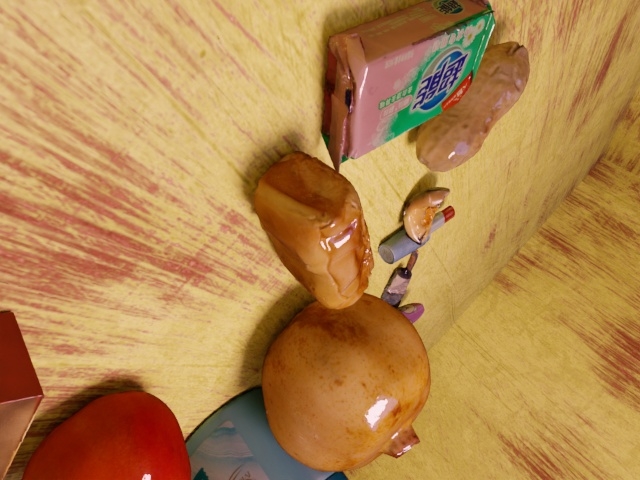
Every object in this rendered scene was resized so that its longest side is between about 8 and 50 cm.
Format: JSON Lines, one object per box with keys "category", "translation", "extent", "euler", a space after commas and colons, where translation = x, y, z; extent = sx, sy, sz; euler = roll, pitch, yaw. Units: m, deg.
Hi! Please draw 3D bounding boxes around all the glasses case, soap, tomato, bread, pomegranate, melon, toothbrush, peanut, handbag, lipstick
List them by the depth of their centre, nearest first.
{"category": "handbag", "translation": [-0.372, 0.190, 0.446], "extent": [0.062, 0.127, 0.190], "euler": [11, 117, -56]}
{"category": "soap", "translation": [0.122, -0.245, 0.620], "extent": [0.273, 0.098, 0.218], "euler": [-31, 154, -24]}
{"category": "tomato", "translation": [-0.322, 0.376, 0.653], "extent": [0.259, 0.179, 0.260], "euler": [-18, 114, -45]}
{"category": "bread", "translation": [0.000, 0.000, 0.678], "extent": [0.132, 0.167, 0.294], "euler": [-42, 151, -11]}
{"category": "peanut", "translation": [0.300, -0.261, 0.816], "extent": [0.290, 0.130, 0.130], "euler": [-52, 151, 8]}
{"category": "pomegranate", "translation": [0.062, 0.326, 0.946], "extent": [0.416, 0.416, 0.417], "euler": [-34, 148, -24]}
{"category": "melon", "translation": [0.264, -0.081, 1.048], "extent": [0.128, 0.079, 0.160], "euler": [-38, 152, -54]}
{"category": "lipstick", "translation": [0.276, -0.025, 1.127], "extent": [0.274, 0.068, 0.061], "euler": [-30, 146, -27]}
{"category": "toothbrush", "translation": [0.285, 0.138, 1.390], "extent": [0.031, 0.023, 0.321], "euler": [-32, 148, -33]}
{"category": "glasses case", "translation": [0.226, 0.291, 1.406], "extent": [0.316, 0.076, 0.123], "euler": [-21, 169, -32]}

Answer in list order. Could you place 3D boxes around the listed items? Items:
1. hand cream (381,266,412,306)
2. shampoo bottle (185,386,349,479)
{"category": "hand cream", "translation": [0.236, 0.167, 1.345], "extent": [0.075, 0.052, 0.248], "euler": [-4, 142, -18]}
{"category": "shampoo bottle", "translation": [-0.142, 0.609, 1.049], "extent": [0.331, 0.342, 0.331], "euler": [-33, 148, -24]}
